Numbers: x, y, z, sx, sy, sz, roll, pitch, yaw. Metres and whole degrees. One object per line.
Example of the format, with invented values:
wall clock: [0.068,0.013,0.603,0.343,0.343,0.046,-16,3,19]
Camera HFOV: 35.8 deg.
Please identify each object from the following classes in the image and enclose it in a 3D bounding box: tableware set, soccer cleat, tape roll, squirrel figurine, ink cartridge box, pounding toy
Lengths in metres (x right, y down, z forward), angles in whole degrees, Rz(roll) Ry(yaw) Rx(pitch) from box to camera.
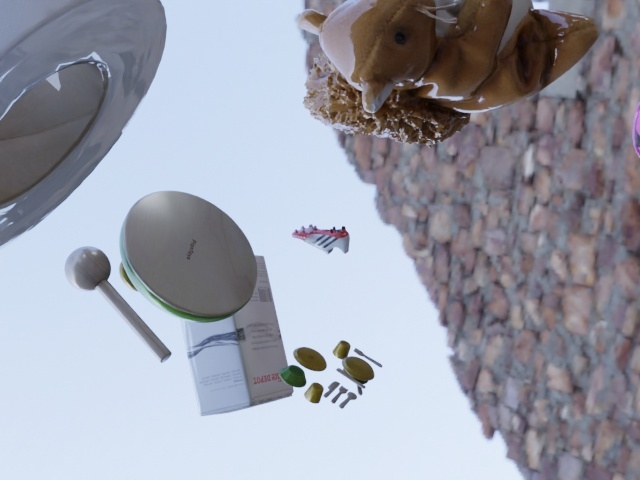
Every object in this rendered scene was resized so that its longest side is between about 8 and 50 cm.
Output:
tableware set: [0.011,0.170,1.283,0.024,0.104,0.154,-64,-13,25]
soccer cleat: [0.000,0.000,1.235,0.029,0.083,0.036,-31,-62,-54]
tape roll: [-0.251,-0.110,0.770,0.286,0.100,0.286,-48,-7,-7]
squirrel figurine: [0.135,-0.266,1.482,0.370,0.397,0.281,-22,-109,-42]
ink cartridge box: [-0.125,0.135,1.435,0.158,0.092,0.218,8,-114,-69]
pounding toy: [-0.196,0.053,1.218,0.183,0.110,0.237,47,-139,4]

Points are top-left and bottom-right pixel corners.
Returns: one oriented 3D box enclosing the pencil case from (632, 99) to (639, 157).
pencil case: [0.443,-0.149,1.109,0.209,0.095,0.098,-20,-59,-32]
